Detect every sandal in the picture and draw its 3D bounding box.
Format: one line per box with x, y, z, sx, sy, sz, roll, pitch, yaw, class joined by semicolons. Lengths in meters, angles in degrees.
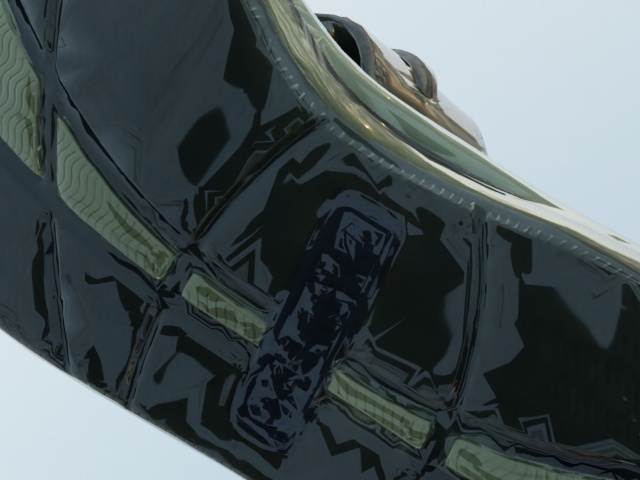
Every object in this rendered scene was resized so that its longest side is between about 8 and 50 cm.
0.000;0.002;0.437;0.120;0.303;0.086;-55;162;18;sandal
